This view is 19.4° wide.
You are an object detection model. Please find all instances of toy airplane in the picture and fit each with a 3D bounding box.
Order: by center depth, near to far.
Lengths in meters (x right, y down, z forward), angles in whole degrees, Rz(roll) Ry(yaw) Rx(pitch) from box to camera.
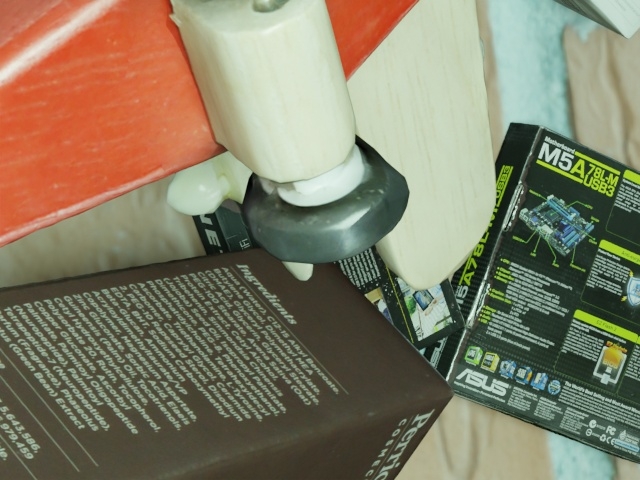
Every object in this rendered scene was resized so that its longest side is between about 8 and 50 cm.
[{"bbox_3d":[-0.012,-0.176,0.770,0.384,0.272,0.386,7,96,-55],"label":"toy airplane"}]

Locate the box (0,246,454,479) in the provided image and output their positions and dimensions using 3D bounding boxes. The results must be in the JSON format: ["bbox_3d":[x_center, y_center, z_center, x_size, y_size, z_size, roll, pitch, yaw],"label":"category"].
[{"bbox_3d":[-0.123,0.127,0.936,0.381,0.143,0.191,-12,141,-53],"label":"box"}]

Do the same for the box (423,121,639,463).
[{"bbox_3d":[0.178,0.039,1.249,0.190,0.045,0.184,21,85,-26],"label":"box"}]

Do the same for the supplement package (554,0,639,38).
[{"bbox_3d":[0.202,-0.267,1.136,0.134,0.139,0.244,41,94,-25],"label":"supplement package"}]

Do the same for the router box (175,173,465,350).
[{"bbox_3d":[0.000,0.000,1.152,0.133,0.046,0.179,-26,107,-21],"label":"router box"}]
